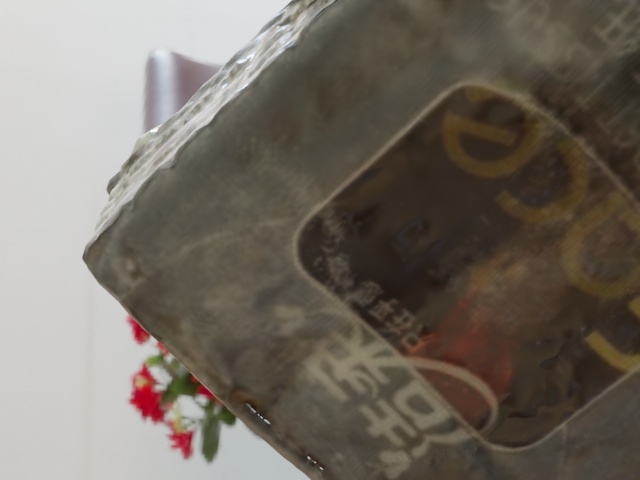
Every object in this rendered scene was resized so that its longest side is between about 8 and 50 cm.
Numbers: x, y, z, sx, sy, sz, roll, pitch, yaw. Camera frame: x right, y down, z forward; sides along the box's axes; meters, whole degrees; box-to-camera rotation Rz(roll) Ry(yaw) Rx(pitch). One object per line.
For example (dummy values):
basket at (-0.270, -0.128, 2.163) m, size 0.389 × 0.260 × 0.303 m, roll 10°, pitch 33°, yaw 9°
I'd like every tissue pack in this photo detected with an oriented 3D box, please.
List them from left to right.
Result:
tissue pack at (0.114, -0.041, 0.449) m, size 0.361 × 0.259 × 0.122 m, roll -41°, pitch 15°, yaw 13°

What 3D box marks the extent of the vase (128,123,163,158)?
vase at (0.000, 0.000, 0.985) m, size 0.165 × 0.360 × 0.165 m, roll -38°, pitch 45°, yaw 52°
